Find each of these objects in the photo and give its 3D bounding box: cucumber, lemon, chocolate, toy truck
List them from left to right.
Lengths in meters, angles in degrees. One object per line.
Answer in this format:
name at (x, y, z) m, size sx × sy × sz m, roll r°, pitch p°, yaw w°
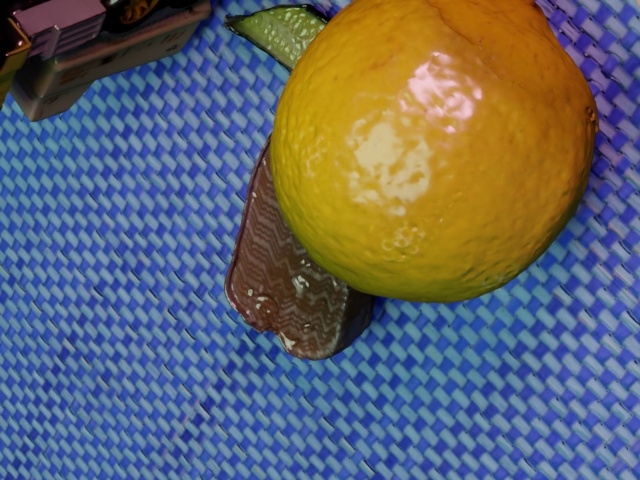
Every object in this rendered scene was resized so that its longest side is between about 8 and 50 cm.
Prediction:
toy truck at (-0.281, -0.214, 1.601) m, size 0.180 × 0.405 × 0.254 m, roll 48°, pitch 140°, yaw 15°
chocolate at (0.000, 0.000, 1.654) m, size 0.148 × 0.093 × 0.214 m, roll 32°, pitch 124°, yaw 27°
cucumber at (0.005, -0.180, 1.615) m, size 0.220 × 0.046 × 0.070 m, roll 37°, pitch 124°, yaw 21°
lemon at (0.093, -0.082, 1.427) m, size 0.293 × 0.293 × 0.293 m, roll 15°, pitch 116°, yaw 34°

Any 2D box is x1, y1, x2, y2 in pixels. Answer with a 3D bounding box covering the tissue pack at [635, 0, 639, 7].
tissue pack at (0.434, -0.182, 1.153) m, size 0.380 × 0.207 × 0.297 m, roll -30°, pitch 88°, yaw 42°
